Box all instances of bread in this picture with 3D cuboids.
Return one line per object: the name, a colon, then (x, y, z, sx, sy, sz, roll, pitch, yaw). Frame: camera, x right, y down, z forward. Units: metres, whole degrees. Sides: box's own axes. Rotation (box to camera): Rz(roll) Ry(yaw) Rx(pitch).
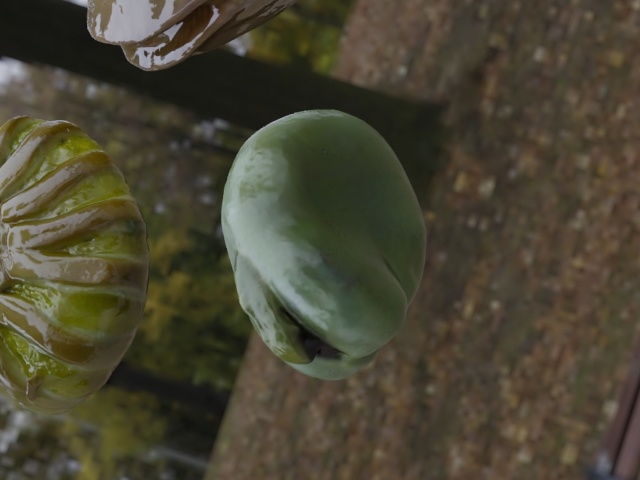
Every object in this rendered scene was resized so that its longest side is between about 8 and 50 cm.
bread: (-0.134, 0.016, 1.009, 0.083, 0.094, 0.157, 8, -89, -59)

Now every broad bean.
broad bean: (0.000, 0.000, 1.445, 0.100, 0.169, 0.228, -50, 14, 44)

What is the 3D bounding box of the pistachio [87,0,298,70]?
pistachio: (-0.036, -0.210, 1.071, 0.260, 0.163, 0.213, -64, 22, 1)
